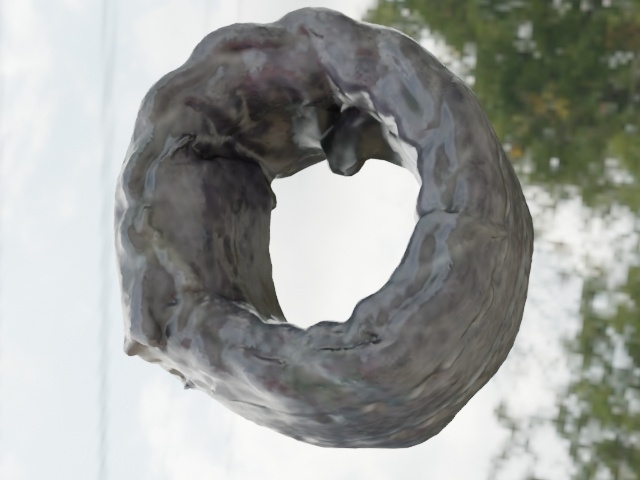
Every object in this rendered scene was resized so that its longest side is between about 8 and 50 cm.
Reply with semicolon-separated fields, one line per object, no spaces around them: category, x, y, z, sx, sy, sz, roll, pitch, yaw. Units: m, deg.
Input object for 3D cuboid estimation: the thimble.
thimble;0.001;-0.002;0.620;0.098;0.150;0.150;45;-123;-67
